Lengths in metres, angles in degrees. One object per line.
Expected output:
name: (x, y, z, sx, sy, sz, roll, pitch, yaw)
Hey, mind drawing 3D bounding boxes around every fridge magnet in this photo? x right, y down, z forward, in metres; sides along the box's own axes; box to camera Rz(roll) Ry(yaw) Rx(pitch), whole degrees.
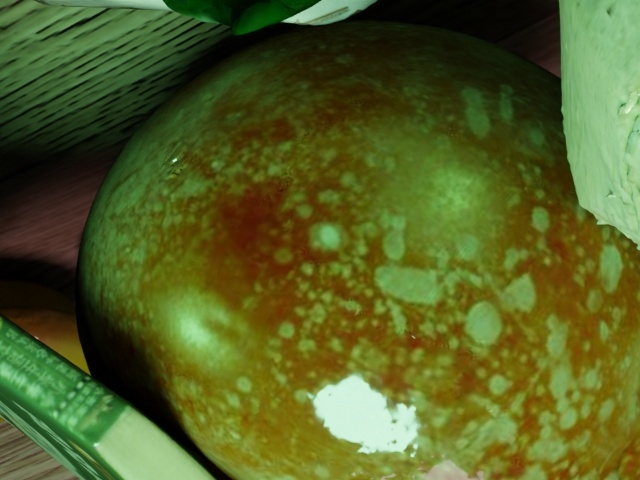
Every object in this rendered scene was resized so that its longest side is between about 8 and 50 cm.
fridge magnet: (-0.186, 0.063, 0.970, 0.143, 0.063, 0.143, -9, 157, -4)

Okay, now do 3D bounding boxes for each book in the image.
book: (-0.130, 0.060, 0.748, 0.027, 0.264, 0.202, -52, 145, -14)

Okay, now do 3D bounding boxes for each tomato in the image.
tomato: (0.035, 0.025, 0.742, 0.222, 0.270, 0.270, -49, 163, -13)

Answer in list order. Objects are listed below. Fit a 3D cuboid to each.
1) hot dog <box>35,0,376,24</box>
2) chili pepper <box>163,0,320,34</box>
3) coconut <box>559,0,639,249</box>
hot dog: (-0.052, -0.118, 0.584, 0.191, 0.059, 0.108, 6, 140, -30)
chili pepper: (-0.082, -0.161, 0.309, 0.385, 0.213, 0.167, 19, 102, -58)
coconut: (0.198, -0.071, 0.583, 0.245, 0.245, 0.247, -12, 151, 2)
